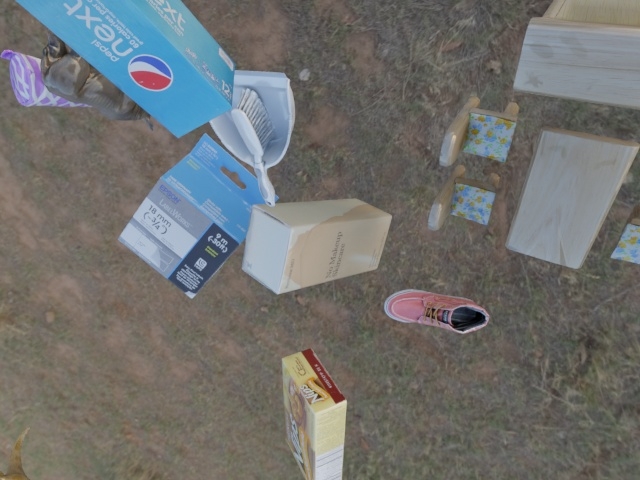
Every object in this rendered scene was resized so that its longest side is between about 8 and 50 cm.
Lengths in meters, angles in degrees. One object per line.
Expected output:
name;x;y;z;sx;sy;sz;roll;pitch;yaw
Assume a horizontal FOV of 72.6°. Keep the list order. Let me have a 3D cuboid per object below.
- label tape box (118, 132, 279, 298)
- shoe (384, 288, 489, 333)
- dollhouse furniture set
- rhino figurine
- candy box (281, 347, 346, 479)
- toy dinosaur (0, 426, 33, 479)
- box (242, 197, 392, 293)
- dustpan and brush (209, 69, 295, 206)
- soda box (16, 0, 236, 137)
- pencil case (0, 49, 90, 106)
label tape box;-0.303;-0.053;1.070;0.241;0.106;0.333;41;115;-8
shoe;0.210;0.128;0.796;0.178;0.081;0.063;5;92;-3
dollhouse furniture set;0.338;-0.102;0.570;0.362;0.256;0.394;19;136;24
rhino figurine;-0.324;-0.245;0.694;0.073;0.243;0.106;35;98;21
candy box;-0.020;0.448;1.076;0.088;0.183;0.316;-14;124;-23
toy dinosaur;-0.353;0.287;0.499;0.183;0.093;0.053;21;85;38
box;0.000;0.000;0.923;0.121;0.311;0.147;30;117;37
dustpan and brush;-0.091;-0.137;0.637;0.147;0.060;0.211;12;147;24
soda box;-0.162;-0.183;0.351;0.071;0.067;0.210;-20;143;23
pencil case;-0.416;-0.278;0.755;0.086;0.206;0.088;-10;99;38
